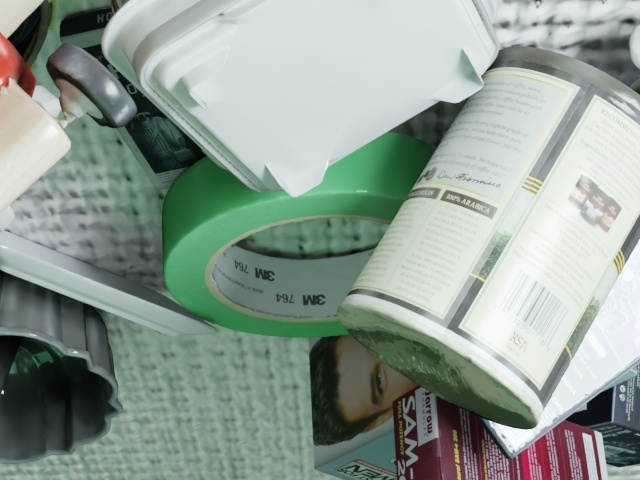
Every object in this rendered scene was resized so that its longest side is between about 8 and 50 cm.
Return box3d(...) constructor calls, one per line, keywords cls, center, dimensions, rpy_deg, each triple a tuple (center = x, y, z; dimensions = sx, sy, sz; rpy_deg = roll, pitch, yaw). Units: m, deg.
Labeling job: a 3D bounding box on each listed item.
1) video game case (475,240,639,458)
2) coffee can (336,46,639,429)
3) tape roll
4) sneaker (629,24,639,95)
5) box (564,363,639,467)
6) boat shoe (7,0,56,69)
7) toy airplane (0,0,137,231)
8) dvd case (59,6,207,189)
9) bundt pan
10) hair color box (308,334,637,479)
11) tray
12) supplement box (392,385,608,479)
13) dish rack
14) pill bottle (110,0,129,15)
box3d(cls="video game case", center=(0.231, 0.051, 1.435), dimensions=(0.274, 0.196, 0.026), rpy_deg=(-35, 177, -12))
box3d(cls="coffee can", center=(0.168, -0.002, 1.315), dimensions=(0.202, 0.275, 0.201), rpy_deg=(30, 166, 8))
box3d(cls="tape roll", center=(0.000, 0.000, 1.515), dimensions=(0.321, 0.077, 0.321), rpy_deg=(-4, 152, -2))
box3d(cls="sneaker", center=(0.359, -0.110, 1.385), dimensions=(0.146, 0.122, 0.330), rpy_deg=(5, 151, 23))
box3d(cls="box", center=(0.365, 0.210, 1.831), dimensions=(0.158, 0.093, 0.156), rpy_deg=(19, 156, -28))
box3d(cls="boat shoe", center=(-0.301, -0.163, 1.272), dimensions=(0.109, 0.091, 0.305), rpy_deg=(16, 142, -24))
box3d(cls="toy airplane", center=(-0.291, -0.114, 0.987), dimensions=(0.272, 0.386, 0.384), rpy_deg=(45, 122, -10))
box3d(cls="dvd case", center=(-0.111, -0.138, 1.376), dimensions=(0.179, 0.029, 0.238), rpy_deg=(-11, 146, 12))
box3d(cls="bundt pan", center=(-0.384, 0.126, 1.671), dimensions=(0.331, 0.124, 0.331), rpy_deg=(-1, 147, -1))
box3d(cls="hair color box", center=(0.152, 0.120, 1.632), dimensions=(0.114, 0.185, 0.374), rpy_deg=(24, 138, -36))
box3d(cls="tray", center=(-0.249, 0.043, 1.559), dimensions=(0.270, 0.030, 0.145), rpy_deg=(25, 179, -33))
box3d(cls="supplement box", center=(0.189, 0.237, 1.524), dimensions=(0.239, 0.130, 0.073), rpy_deg=(22, 140, -31))
box3d(cls="dish rack", center=(0.007, -0.148, 1.200), dimensions=(0.286, 0.072, 0.333), rpy_deg=(-29, 155, 8))
box3d(cls="pill bottle", center=(-0.086, -0.241, 1.145), dimensions=(0.117, 0.117, 0.215), rpy_deg=(9, 145, -15))
